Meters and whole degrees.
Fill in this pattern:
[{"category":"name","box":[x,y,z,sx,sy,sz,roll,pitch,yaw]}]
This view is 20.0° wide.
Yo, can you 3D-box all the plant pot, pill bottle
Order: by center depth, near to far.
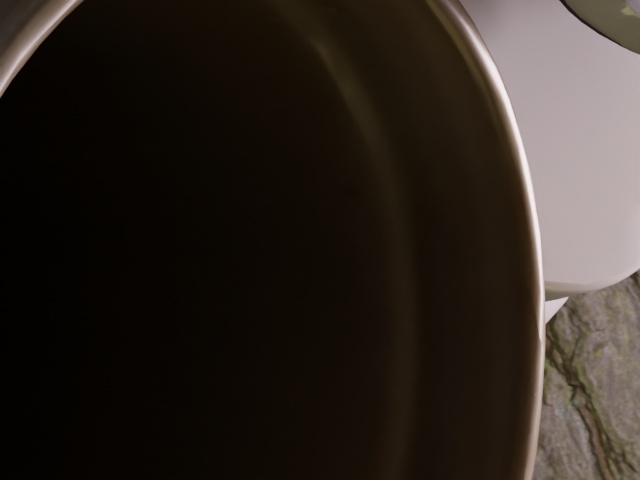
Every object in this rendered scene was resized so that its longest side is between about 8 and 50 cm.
[{"category":"plant pot","box":[-0.121,0.047,0.626,0.280,0.323,0.323,5,-168,37]},{"category":"pill bottle","box":[0.011,-0.027,0.858,0.188,0.188,0.334,-15,179,-32]}]

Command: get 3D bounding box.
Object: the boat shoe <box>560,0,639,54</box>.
[{"category":"boat shoe","box":[0.123,-0.104,0.642,0.084,0.095,0.258,-4,-178,33]}]
